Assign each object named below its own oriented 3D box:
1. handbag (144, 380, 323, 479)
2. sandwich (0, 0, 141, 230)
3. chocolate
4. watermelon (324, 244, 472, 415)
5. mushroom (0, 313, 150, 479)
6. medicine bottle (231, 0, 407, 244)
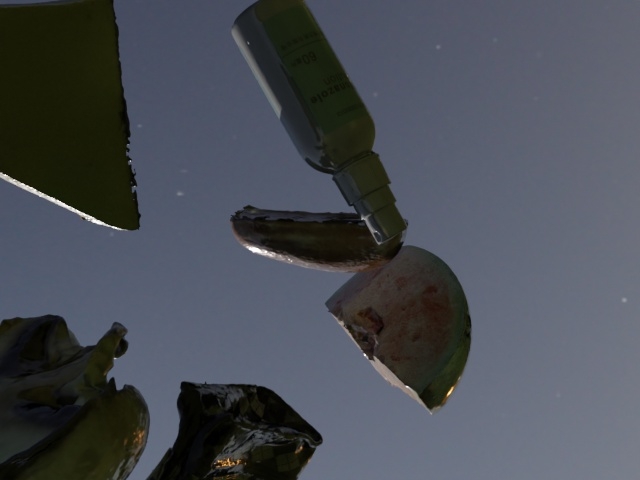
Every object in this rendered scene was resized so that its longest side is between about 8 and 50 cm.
[{"bbox_3d":[-0.198,0.380,1.243,0.416,0.180,0.317,-55,-21,-3],"label":"handbag"},{"bbox_3d":[-0.300,-0.113,0.935,0.212,0.063,0.244,-14,-74,-35],"label":"sandwich"},{"bbox_3d":[-0.001,0.001,1.346,0.161,0.262,0.083,-25,-62,-75],"label":"chocolate"},{"bbox_3d":[0.158,0.143,1.483,0.188,0.322,0.175,-39,-48,-2],"label":"watermelon"},{"bbox_3d":[-0.278,0.180,0.946,0.247,0.344,0.130,-37,-64,-29],"label":"mushroom"},{"bbox_3d":[0.010,-0.157,1.240,0.110,0.110,0.351,-25,-96,-51],"label":"medicine bottle"}]
